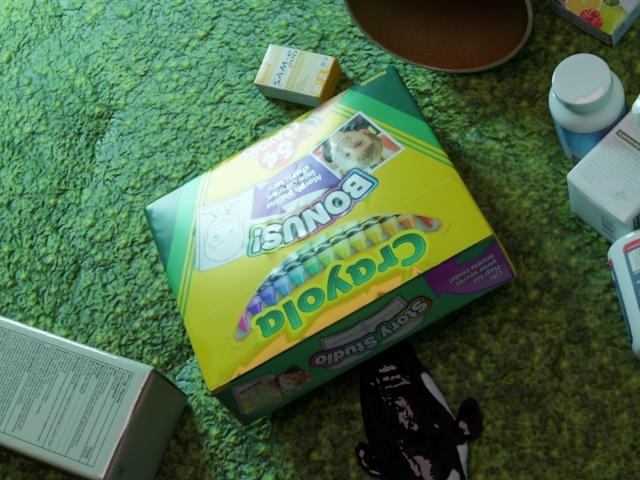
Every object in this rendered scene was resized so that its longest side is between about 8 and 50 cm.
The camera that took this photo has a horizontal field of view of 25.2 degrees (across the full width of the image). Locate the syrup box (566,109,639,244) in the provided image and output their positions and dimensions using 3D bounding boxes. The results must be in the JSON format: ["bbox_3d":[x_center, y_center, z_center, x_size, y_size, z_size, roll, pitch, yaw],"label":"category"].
[{"bbox_3d":[0.399,-0.107,1.655,0.237,0.093,0.096,-43,63,-9],"label":"syrup box"}]

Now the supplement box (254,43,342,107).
[{"bbox_3d":[-0.029,-0.215,1.876,0.098,0.036,0.062,14,73,22],"label":"supplement box"}]

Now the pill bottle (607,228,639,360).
[{"bbox_3d":[0.390,0.081,1.583,0.108,0.108,0.180,-15,65,11],"label":"pill bottle"}]

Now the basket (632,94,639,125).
[{"bbox_3d":[0.567,-0.180,1.470,0.328,0.266,0.331,2,55,52],"label":"basket"}]

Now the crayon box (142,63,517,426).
[{"bbox_3d":[0.000,0.000,1.699,0.363,0.106,0.313,-30,47,4],"label":"crayon box"}]

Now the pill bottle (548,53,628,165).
[{"bbox_3d":[0.315,-0.152,1.673,0.087,0.160,0.087,-6,67,15],"label":"pill bottle"}]

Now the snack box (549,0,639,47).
[{"bbox_3d":[0.370,-0.325,1.796,0.100,0.037,0.141,39,83,26],"label":"snack box"}]

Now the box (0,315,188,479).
[{"bbox_3d":[-0.304,0.205,1.738,0.232,0.127,0.148,17,74,22],"label":"box"}]

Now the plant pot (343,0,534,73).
[{"bbox_3d":[0.173,-0.384,1.794,0.237,0.237,0.254,7,57,20],"label":"plant pot"}]

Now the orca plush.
[{"bbox_3d":[0.102,0.178,1.635,0.151,0.102,0.287,-6,67,15],"label":"orca plush"}]
